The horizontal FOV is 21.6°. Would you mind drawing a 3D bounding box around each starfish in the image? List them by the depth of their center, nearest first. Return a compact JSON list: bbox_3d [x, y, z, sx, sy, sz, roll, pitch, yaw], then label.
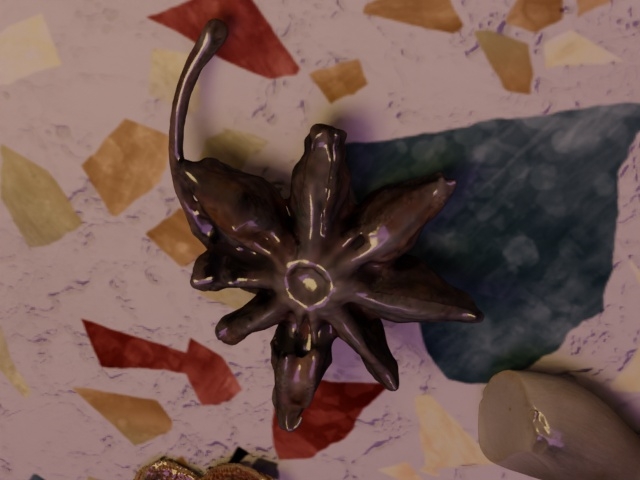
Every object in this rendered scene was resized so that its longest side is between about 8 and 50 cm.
[{"bbox_3d":[-0.120,0.284,1.785,0.209,0.053,0.150,-28,99,30],"label":"starfish"}]

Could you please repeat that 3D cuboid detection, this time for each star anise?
[{"bbox_3d":[0.000,0.000,1.539,0.315,0.139,0.360,12,108,-4],"label":"star anise"}]

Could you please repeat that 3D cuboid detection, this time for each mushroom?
[{"bbox_3d":[0.261,0.198,1.618,0.225,0.093,0.116,19,135,-11],"label":"mushroom"}]
